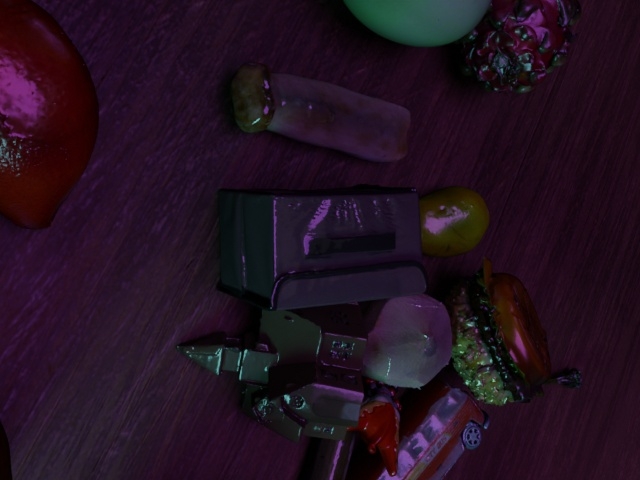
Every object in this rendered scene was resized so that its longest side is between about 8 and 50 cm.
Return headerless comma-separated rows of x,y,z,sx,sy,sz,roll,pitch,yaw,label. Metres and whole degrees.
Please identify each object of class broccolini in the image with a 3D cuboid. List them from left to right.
0.433,0.274,1.312,0.218,0.042,0.044,5,91,-27,broccolini

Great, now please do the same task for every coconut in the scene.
0.124,0.148,1.024,0.161,0.162,0.161,-2,94,-32,coconut

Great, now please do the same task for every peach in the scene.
-0.323,-0.144,0.729,0.158,0.154,0.268,-24,104,-31,peach

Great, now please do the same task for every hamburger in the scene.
0.291,0.161,1.121,0.261,0.138,0.243,32,42,-50,hamburger

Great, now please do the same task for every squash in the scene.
0.006,0.356,1.015,0.066,0.066,0.229,22,78,-32,squash

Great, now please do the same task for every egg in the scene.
0.136,-0.404,0.977,0.269,0.220,0.221,25,78,-39,egg

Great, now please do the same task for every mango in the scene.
0.208,-0.027,1.124,0.163,0.089,0.117,-20,110,-19,mango

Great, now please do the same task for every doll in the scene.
0.088,0.269,1.027,0.057,0.169,0.109,-39,100,20,doll

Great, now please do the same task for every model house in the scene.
-0.073,0.173,0.907,0.247,0.176,0.181,9,107,-7,model house

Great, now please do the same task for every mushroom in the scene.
0.006,-0.183,0.988,0.312,0.081,0.100,7,91,-37,mushroom

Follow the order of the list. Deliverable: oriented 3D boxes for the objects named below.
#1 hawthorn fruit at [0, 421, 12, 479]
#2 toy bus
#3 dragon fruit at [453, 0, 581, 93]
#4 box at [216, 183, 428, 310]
-0.417,0.249,0.596,0.308,0.324,0.309,-14,106,-58,hawthorn fruit
0.153,0.337,1.082,0.265,0.121,0.120,-42,104,-24,toy bus
0.319,-0.383,1.122,0.198,0.218,0.273,-27,104,-68,dragon fruit
0.000,0.000,0.930,0.252,0.188,0.153,-4,96,-30,box
